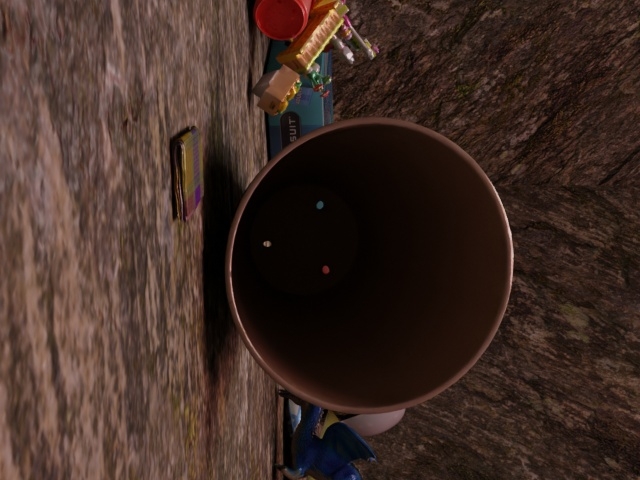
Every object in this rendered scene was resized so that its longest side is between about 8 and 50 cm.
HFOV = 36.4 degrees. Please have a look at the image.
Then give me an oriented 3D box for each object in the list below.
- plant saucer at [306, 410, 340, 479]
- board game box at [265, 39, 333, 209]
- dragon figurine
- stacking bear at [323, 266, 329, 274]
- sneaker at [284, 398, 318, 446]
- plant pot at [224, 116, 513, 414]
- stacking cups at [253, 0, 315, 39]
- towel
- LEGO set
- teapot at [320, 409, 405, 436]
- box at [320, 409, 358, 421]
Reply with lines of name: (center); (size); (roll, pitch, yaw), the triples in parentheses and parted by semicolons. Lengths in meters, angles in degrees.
plant saucer: (-0.004, 0.409, 1.667); (0.241, 0.037, 0.241); (16, 90, -86)
board game box: (-0.026, -0.203, 1.463); (0.336, 0.079, 0.253); (-86, 174, -56)
dragon figurine: (0.032, 0.317, 1.423); (0.144, 0.289, 0.085); (-51, 166, -10)
stacking bear: (0.005, 0.075, 1.401); (0.289, 0.175, 0.164); (-55, 161, -70)
sneaker: (-0.015, 0.257, 1.627); (0.085, 0.086, 0.237); (89, 4, -61)
plant pot: (0.014, 0.009, 0.960); (0.274, 0.257, 0.256); (-156, -115, -75)
stacking cups: (-0.038, -0.347, 1.231); (0.316, 0.096, 0.096); (-81, 172, -48)
towel: (-0.096, -0.051, 0.710); (0.083, 0.009, 0.060); (-83, 172, -74)
LEGO set: (0.003, -0.234, 1.217); (0.107, 0.132, 0.287); (48, 24, -27)
teapot: (0.046, 0.311, 2.043); (0.256, 0.187, 0.252); (64, -18, 1)
box: (0.061, 0.116, 1.785); (0.318, 0.097, 0.394); (136, -37, -64)
